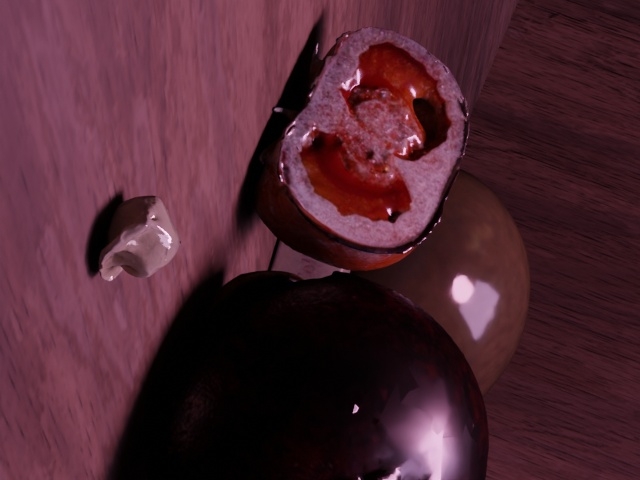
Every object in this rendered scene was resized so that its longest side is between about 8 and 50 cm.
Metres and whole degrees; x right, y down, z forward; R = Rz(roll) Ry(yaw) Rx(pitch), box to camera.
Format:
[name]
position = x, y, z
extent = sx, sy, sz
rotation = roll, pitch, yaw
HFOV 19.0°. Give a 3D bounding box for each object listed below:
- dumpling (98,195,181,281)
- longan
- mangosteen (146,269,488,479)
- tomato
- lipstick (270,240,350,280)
[dumpling]
position = -0.124, -0.001, 1.265
extent = 0.076, 0.057, 0.052
rotation = -111, 177, -63
[longan]
position = 0.098, 0.080, 2.193
extent = 0.350, 0.288, 0.288
rotation = -64, 175, 20
[mangosteen]
position = -0.008, 0.167, 1.699
extent = 0.347, 0.307, 0.307
rotation = -122, -134, -59
[tomato]
position = 0.026, -0.070, 1.765
extent = 0.214, 0.181, 0.155
rotation = -57, -174, -26
[lipstick]
position = 0.000, 0.000, 2.003
extent = 0.080, 0.076, 0.371
rotation = -59, 167, -63
